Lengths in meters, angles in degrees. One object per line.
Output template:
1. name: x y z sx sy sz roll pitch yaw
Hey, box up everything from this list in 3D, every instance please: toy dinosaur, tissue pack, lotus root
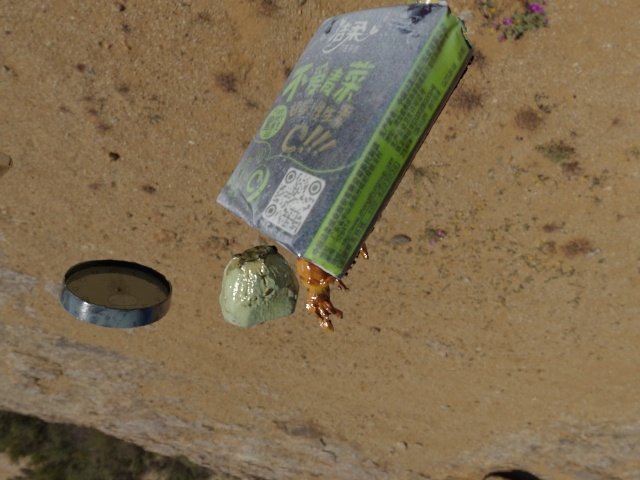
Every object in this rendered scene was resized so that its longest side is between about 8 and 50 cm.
1. toy dinosaur: 0.000 0.000 1.013 0.208 0.097 0.432 -23 102 -8
2. tissue pack: 0.020 -0.172 0.692 0.124 0.394 0.288 31 179 -42
3. lotus root: -0.101 0.079 0.721 0.143 0.070 0.144 -15 136 -14

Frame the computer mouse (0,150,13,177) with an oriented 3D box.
1. computer mouse: -0.516 -0.087 0.616 0.245 0.126 0.056 23 148 57

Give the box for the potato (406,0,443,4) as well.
1. potato: 0.255 -0.577 1.049 0.070 0.091 0.138 -21 145 -36

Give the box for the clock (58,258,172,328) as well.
1. clock: -0.418 0.103 0.893 0.214 0.215 0.042 16 108 -12
